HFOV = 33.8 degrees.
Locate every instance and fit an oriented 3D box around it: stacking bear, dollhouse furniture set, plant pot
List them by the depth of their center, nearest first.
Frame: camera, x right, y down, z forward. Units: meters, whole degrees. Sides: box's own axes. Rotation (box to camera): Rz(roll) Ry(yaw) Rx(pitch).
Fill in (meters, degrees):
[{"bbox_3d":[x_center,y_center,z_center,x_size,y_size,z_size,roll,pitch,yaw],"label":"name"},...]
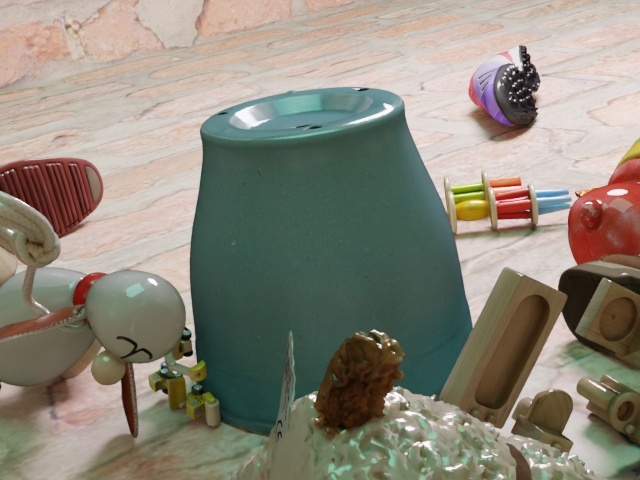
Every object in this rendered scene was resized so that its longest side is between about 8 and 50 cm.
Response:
[{"bbox_3d":[0.204,0.100,0.776,0.151,0.144,0.123,24,5,-29],"label":"dollhouse furniture set"},{"bbox_3d":[0.000,0.000,0.966,0.272,0.255,0.271,-7,19,2],"label":"plant pot"},{"bbox_3d":[0.374,-0.047,1.123,0.289,0.175,0.164,-32,22,-30],"label":"stacking bear"}]

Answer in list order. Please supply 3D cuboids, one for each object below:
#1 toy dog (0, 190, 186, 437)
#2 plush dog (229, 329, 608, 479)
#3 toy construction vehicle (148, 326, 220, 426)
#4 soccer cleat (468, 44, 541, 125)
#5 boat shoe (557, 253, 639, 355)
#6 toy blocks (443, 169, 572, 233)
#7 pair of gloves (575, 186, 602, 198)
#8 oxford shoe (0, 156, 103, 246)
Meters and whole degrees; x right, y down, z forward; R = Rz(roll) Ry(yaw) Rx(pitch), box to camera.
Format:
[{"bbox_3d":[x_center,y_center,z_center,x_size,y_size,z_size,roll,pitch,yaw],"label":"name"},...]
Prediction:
[{"bbox_3d":[-0.247,0.096,0.923,0.220,0.161,0.334,27,-17,-9],"label":"toy dog"},{"bbox_3d":[0.084,0.165,0.622,0.225,0.210,0.262,14,15,-20],"label":"plush dog"},{"bbox_3d":[-0.128,0.121,0.935,0.035,0.085,0.098,-20,35,-31],"label":"toy construction vehicle"},{"bbox_3d":[0.305,-0.252,1.811,0.116,0.108,0.318,-22,15,22],"label":"soccer cleat"},{"bbox_3d":[0.330,0.063,0.877,0.104,0.110,0.307,-17,21,-20],"label":"boat shoe"},{"bbox_3d":[0.234,-0.054,1.325,0.148,0.054,0.123,-6,20,5],"label":"toy blocks"},{"bbox_3d":[0.370,-0.053,1.333,0.074,0.010,0.083,-8,22,-5],"label":"pair of gloves"},{"bbox_3d":[-0.476,-0.042,1.473,0.348,0.123,0.130,-21,18,-34],"label":"oxford shoe"}]
